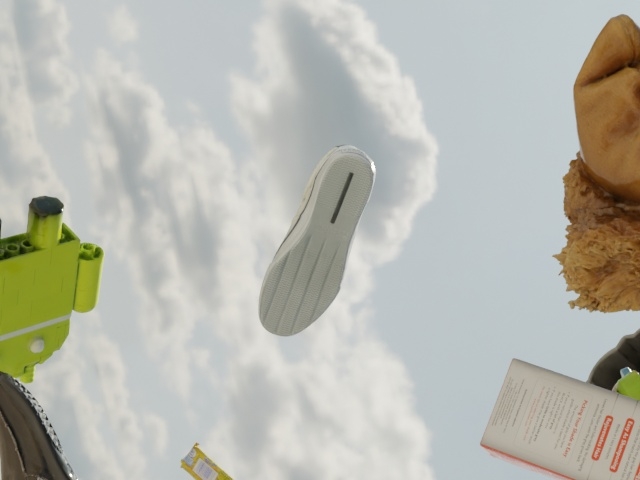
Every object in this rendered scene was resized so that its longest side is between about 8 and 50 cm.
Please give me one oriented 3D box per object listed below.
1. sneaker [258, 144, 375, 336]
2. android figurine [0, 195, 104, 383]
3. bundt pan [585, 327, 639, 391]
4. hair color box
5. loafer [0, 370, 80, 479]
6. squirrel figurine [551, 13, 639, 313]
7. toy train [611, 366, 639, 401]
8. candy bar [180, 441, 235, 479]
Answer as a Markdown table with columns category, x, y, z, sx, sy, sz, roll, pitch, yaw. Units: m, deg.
| category | x | y | z | sx | sy | sz | roll | pitch | yaw |
| --- | --- | --- | --- | --- | --- | --- | --- | --- | --- |
| sneaker | 0.000 | 0.000 | 1.572 | 0.258 | 0.094 | 0.091 | -62 | -173 | 15 |
| android figurine | -0.381 | 0.078 | 1.540 | 0.056 | 0.248 | 0.273 | 39 | -51 | 34 |
| bundt pan | 0.589 | 0.297 | 2.159 | 0.124 | 0.331 | 0.331 | 38 | -6 | -20 |
| hair color box | 0.194 | 0.142 | 0.898 | 0.072 | 0.141 | 0.043 | -66 | 156 | -12 |
| loafer | -0.315 | 0.245 | 1.361 | 0.220 | 0.078 | 0.080 | 61 | -9 | 2 |
| squirrel figurine | 0.496 | -0.058 | 1.702 | 0.397 | 0.281 | 0.370 | -59 | -143 | 32 |
| toy train | 0.334 | 0.202 | 1.516 | 0.248 | 0.143 | 0.105 | 50 | 16 | -77 |
| candy bar | -0.113 | 0.303 | 1.527 | 0.161 | 0.018 | 0.040 | 35 | -85 | 32 |
